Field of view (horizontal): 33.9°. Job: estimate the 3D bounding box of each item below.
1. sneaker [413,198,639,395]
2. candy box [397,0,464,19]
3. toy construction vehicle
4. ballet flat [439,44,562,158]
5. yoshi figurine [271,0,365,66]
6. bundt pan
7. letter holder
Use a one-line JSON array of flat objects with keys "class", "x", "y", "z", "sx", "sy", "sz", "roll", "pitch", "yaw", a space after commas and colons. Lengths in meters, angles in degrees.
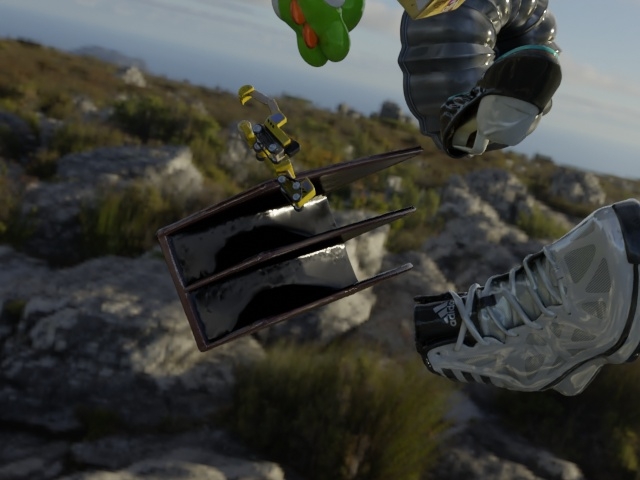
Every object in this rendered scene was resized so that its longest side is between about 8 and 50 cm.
[{"class": "sneaker", "x": 0.260, "y": 0.100, "z": 1.371, "sx": 0.257, "sy": 0.169, "sz": 0.448, "roll": -2, "pitch": -29, "yaw": -7}, {"class": "candy box", "x": 0.056, "y": -0.280, "z": 0.905, "sx": 0.187, "sy": 0.053, "sz": 0.109, "roll": 49, "pitch": 31, "yaw": 4}, {"class": "toy construction vehicle", "x": -0.039, "y": -0.085, "z": 0.948, "sx": 0.098, "sy": 0.035, "sz": 0.086, "roll": 51, "pitch": -10, "yaw": 25}, {"class": "ballet flat", "x": 0.230, "y": -0.163, "z": 1.362, "sx": 0.095, "sy": 0.096, "sz": 0.280, "roll": 15, "pitch": -12, "yaw": -11}, {"class": "yoshi figurine", "x": -0.024, "y": -0.456, "z": 1.631, "sx": 0.203, "sy": 0.362, "sz": 0.203, "roll": -23, "pitch": 17, "yaw": -26}, {"class": "bundt pan", "x": 0.277, "y": -0.300, "z": 1.693, "sx": 0.330, "sy": 0.331, "sz": 0.124, "roll": 3, "pitch": 0, "yaw": -44}, {"class": "letter holder", "x": 0.000, "y": 0.000, "z": 1.258, "sx": 0.214, "sy": 0.152, "sz": 0.301, "roll": -23, "pitch": -4, "yaw": 40}]
